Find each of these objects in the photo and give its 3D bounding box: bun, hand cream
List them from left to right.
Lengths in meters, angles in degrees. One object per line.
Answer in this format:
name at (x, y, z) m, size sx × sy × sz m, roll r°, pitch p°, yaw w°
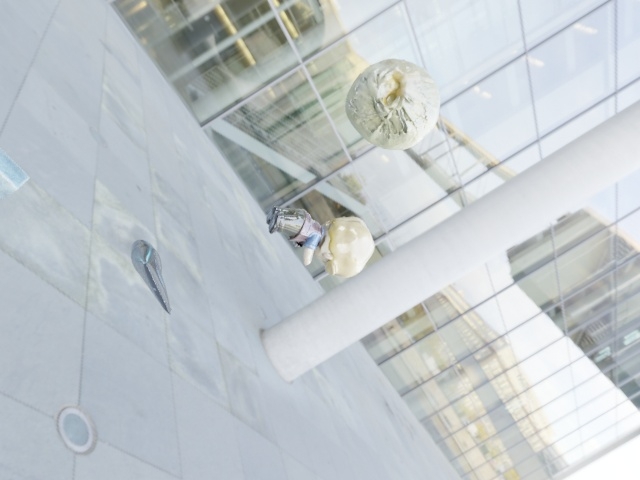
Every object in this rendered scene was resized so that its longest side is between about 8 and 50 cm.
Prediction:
hand cream at (-0.373, 0.068, 1.037) m, size 0.270 × 0.061 × 0.120 m, roll 30°, pitch -40°, yaw 62°
bun at (0.219, -0.410, 1.426) m, size 0.287 × 0.287 × 0.146 m, roll 58°, pitch 13°, yaw -3°

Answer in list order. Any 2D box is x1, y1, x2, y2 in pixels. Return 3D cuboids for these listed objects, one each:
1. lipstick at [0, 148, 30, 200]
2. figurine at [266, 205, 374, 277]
lipstick at (-0.697, -0.203, 0.895) m, size 0.290 × 0.076 × 0.077 m, roll 56°, pitch 9°, yaw -28°
figurine at (0.000, 0.000, 0.833) m, size 0.195 × 0.108 × 0.114 m, roll 15°, pitch 18°, yaw -22°
